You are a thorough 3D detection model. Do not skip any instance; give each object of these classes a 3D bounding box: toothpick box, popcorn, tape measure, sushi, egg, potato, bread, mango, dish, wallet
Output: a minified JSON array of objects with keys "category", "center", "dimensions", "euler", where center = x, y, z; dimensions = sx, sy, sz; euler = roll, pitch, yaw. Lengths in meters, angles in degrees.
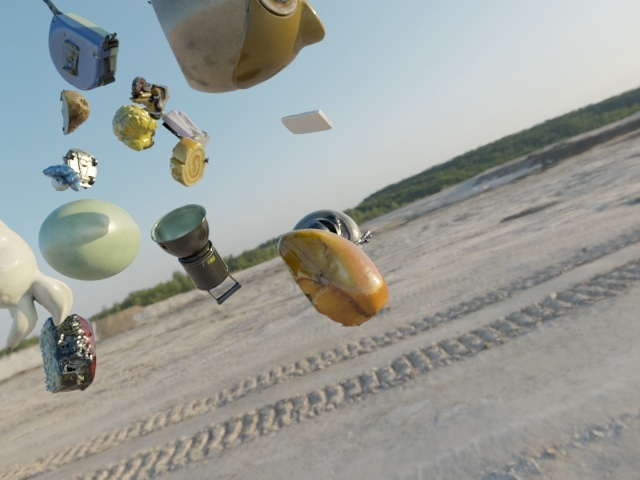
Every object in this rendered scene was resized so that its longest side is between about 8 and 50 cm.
[{"category":"toothpick box","center":[-0.242,-0.658,1.569],"dimensions":[0.426,0.408,0.409],"euler":[-24,1,-5]},{"category":"popcorn","center":[-0.833,-0.495,2.416],"dimensions":[0.226,0.202,0.200],"euler":[-6,-10,17]},{"category":"tape measure","center":[-0.773,-0.603,1.641],"dimensions":[0.098,0.351,0.215],"euler":[-46,-15,-48]},{"category":"sushi","center":[-0.741,0.329,1.586],"dimensions":[0.126,0.225,0.136],"euler":[9,-37,-41]},{"category":"egg","center":[-0.766,-0.002,1.821],"dimensions":[0.276,0.275,0.389],"euler":[-21,-7,12]},{"category":"potato","center":[-0.894,-0.459,1.994],"dimensions":[0.101,0.171,0.089],"euler":[-13,36,-42]},{"category":"bread","center":[-0.415,-0.241,1.703],"dimensions":[0.122,0.073,0.149],"euler":[-47,-25,-37]},{"category":"mango","center":[0.027,0.091,1.464],"dimensions":[0.199,0.350,0.201],"euler":[-40,-21,-22]},{"category":"dish","center":[0.000,0.000,1.891],"dimensions":[0.274,0.273,0.134],"euler":[-21,-24,8]},{"category":"wallet","center":[-0.052,-0.455,2.088],"dimensions":[0.183,0.031,0.124],"euler":[-2,-21,32]}]

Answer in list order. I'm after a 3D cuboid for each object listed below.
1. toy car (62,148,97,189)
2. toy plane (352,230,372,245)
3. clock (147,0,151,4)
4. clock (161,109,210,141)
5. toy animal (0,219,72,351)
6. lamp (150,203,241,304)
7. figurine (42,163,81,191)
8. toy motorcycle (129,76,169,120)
[{"category":"toy car","center":[-0.865,-0.242,1.913],"dimensions":[0.112,0.139,0.112],"euler":[-19,-20,29]},{"category":"toy plane","center":[0.143,-0.007,1.754],"dimensions":[0.079,0.031,0.083],"euler":[-17,15,41]},{"category":"clock","center":[-0.532,-0.925,2.031],"dimensions":[0.232,0.069,0.170],"euler":[-7,43,22]},{"category":"clock","center":[-0.631,-0.525,2.563],"dimensions":[0.083,0.186,0.253],"euler":[-50,4,11]},{"category":"toy animal","center":[-0.651,0.053,1.059],"dimensions":[0.310,0.247,0.182],"euler":[22,59,32]},{"category":"lamp","center":[-0.318,0.037,1.394],"dimensions":[0.147,0.227,0.172],"euler":[-41,40,-24]},{"category":"figurine","center":[-0.729,-0.178,1.534],"dimensions":[0.079,0.114,0.114],"euler":[-58,13,-17]},{"category":"toy motorcycle","center":[-0.599,-0.496,1.912],"dimensions":[0.094,0.129,0.229],"euler":[17,8,10]}]
